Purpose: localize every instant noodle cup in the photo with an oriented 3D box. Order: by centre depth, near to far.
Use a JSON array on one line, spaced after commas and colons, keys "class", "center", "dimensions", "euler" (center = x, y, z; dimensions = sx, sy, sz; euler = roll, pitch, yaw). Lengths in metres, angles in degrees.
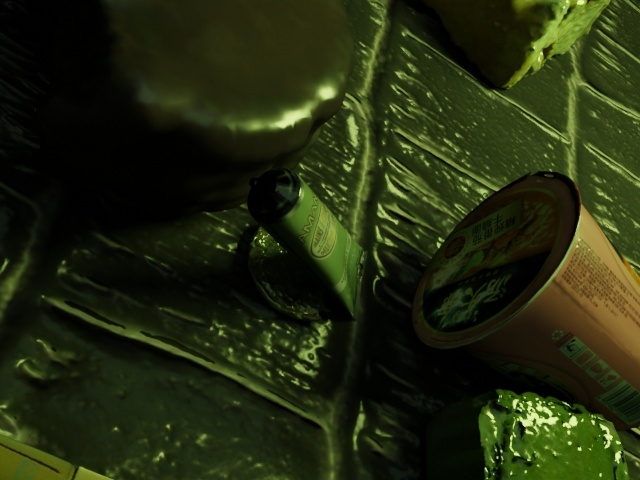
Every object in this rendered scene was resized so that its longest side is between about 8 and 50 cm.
[{"class": "instant noodle cup", "center": [0.274, 0.087, 0.738], "dimensions": [0.255, 0.244, 0.244], "euler": [38, 49, -18]}]

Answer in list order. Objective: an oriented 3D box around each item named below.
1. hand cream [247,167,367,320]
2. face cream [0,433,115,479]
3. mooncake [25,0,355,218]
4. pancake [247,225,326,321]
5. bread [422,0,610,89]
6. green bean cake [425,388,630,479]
[{"class": "hand cream", "center": [0.000, 0.000, 0.648], "dimensions": [0.235, 0.055, 0.086], "euler": [46, 48, -52]}, {"class": "face cream", "center": [-0.263, 0.195, 0.436], "dimensions": [0.285, 0.067, 0.139], "euler": [28, 53, -13]}, {"class": "mooncake", "center": [-0.141, -0.212, 0.656], "dimensions": [0.350, 0.212, 0.381], "euler": [4, 65, -28]}, {"class": "pancake", "center": [-0.025, 0.022, 0.710], "dimensions": [0.116, 0.022, 0.129], "euler": [39, 50, -5]}, {"class": "bread", "center": [0.391, -0.465, 1.101], "dimensions": [0.395, 0.264, 0.239], "euler": [-33, 78, -38]}, {"class": "green bean cake", "center": [0.215, 0.267, 0.646], "dimensions": [0.200, 0.113, 0.214], "euler": [15, 57, -22]}]
